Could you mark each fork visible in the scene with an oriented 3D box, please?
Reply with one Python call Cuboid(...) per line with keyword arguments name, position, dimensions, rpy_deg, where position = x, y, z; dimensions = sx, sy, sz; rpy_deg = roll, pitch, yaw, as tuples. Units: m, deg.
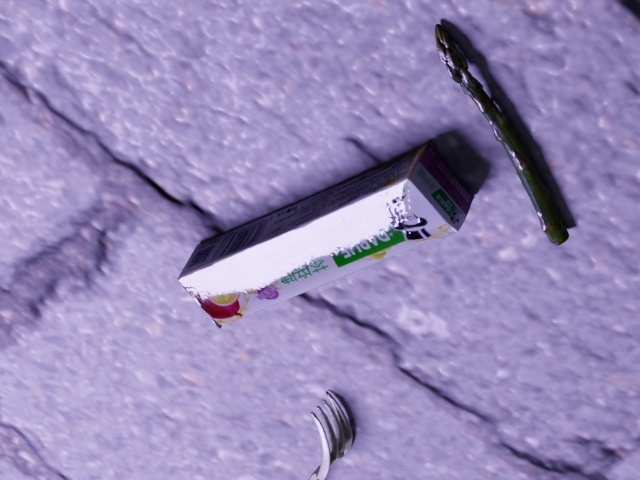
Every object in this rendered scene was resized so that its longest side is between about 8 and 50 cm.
Cuboid(name="fork", position=(-0.007, 0.188, 1.384), dimensions=(0.028, 0.034, 0.219), rpy_deg=(25, 138, 11))

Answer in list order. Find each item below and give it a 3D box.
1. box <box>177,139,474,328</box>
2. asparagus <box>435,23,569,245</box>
Cuboid(name="box", position=(0.000, 0.000, 1.185), dimensions=(0.207, 0.041, 0.050), rpy_deg=(-23, 118, 38))
Cuboid(name="asparagus", position=(0.104, -0.058, 1.099), dimensions=(0.016, 0.016, 0.163), rpy_deg=(4, 139, 47))
